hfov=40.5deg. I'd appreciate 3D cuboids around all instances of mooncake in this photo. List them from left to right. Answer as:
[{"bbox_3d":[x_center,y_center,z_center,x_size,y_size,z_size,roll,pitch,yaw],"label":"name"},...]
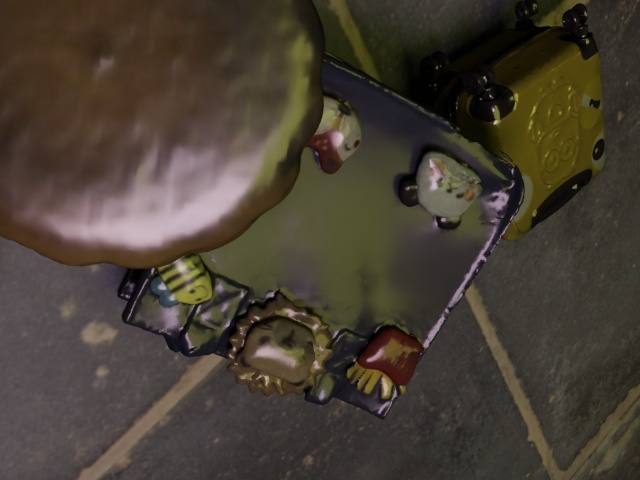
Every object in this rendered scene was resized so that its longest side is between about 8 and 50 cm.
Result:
[{"bbox_3d":[-0.139,-0.128,0.637,0.290,0.161,0.291,-2,102,-8],"label":"mooncake"}]

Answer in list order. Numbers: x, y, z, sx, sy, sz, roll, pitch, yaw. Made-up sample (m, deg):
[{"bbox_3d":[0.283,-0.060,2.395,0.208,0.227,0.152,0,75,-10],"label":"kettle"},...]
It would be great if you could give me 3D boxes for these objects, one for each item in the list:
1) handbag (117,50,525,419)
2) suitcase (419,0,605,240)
[{"bbox_3d":[0.000,0.000,0.840,0.303,0.122,0.329,25,98,-21],"label":"handbag"},{"bbox_3d":[0.218,-0.136,1.001,0.193,0.143,0.235,-34,128,-23],"label":"suitcase"}]
